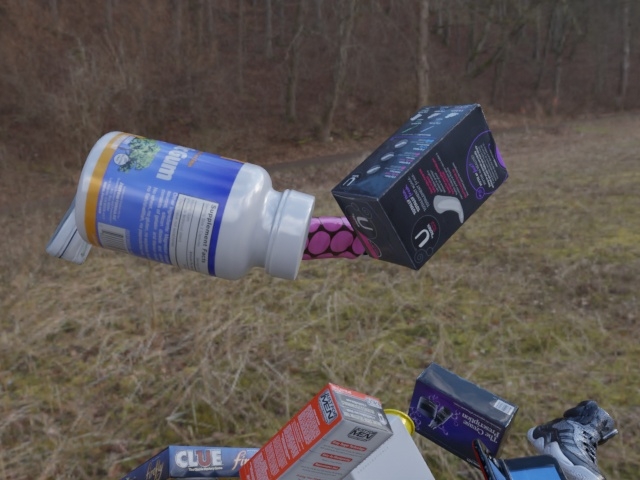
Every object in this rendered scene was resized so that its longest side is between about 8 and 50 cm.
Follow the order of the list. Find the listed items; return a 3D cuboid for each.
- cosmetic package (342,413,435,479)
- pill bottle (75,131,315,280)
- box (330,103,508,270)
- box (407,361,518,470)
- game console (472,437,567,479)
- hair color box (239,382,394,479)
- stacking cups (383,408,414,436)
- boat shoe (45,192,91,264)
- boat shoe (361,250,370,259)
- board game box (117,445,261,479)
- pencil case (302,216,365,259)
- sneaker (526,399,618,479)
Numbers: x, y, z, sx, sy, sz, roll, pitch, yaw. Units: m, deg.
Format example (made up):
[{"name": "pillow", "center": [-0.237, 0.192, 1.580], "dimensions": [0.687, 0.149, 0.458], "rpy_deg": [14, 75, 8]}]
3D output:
[{"name": "cosmetic package", "center": [0.115, 0.392, 0.925], "dimensions": [0.117, 0.231, 0.085], "rpy_deg": [-32, 5, -28]}, {"name": "pill bottle", "center": [-0.150, -0.036, 0.776], "dimensions": [0.271, 0.153, 0.152], "rpy_deg": [13, 10, 1]}, {"name": "box", "center": [0.180, -0.102, 1.093], "dimensions": [0.270, 0.165, 0.143], "rpy_deg": [-43, 29, -20]}, {"name": "box", "center": [0.381, 0.484, 1.672], "dimensions": [0.261, 0.185, 0.103], "rpy_deg": [24, 36, 28]}, {"name": "game console", "center": [0.275, 0.327, 0.790], "dimensions": [0.085, 0.124, 0.144], "rpy_deg": [-31, 34, 13]}, {"name": "hair color box", "center": [-0.006, 0.201, 0.579], "dimensions": [0.072, 0.141, 0.043], "rpy_deg": [28, 25, -37]}, {"name": "stacking cups", "center": [0.117, 0.492, 1.230], "dimensions": [0.095, 0.096, 0.316], "rpy_deg": [-3, 32, 22]}, {"name": "boat shoe", "center": [-0.409, -0.060, 1.111], "dimensions": [0.075, 0.226, 0.083], "rpy_deg": [31, 10, -29]}, {"name": "boat shoe", "center": [0.205, -0.043, 1.457], "dimensions": [0.340, 0.113, 0.127], "rpy_deg": [-21, 12, -41]}, {"name": "board game box", "center": [-0.196, 0.357, 0.897], "dimensions": [0.165, 0.042, 0.243], "rpy_deg": [15, -39, -34]}, {"name": "pencil case", "center": [0.000, 0.000, 1.255], "dimensions": [0.209, 0.098, 0.095], "rpy_deg": [-3, -4, -26]}, {"name": "sneaker", "center": [0.507, 0.390, 1.171], "dimensions": [0.153, 0.101, 0.268], "rpy_deg": [-37, 2, 0]}]
